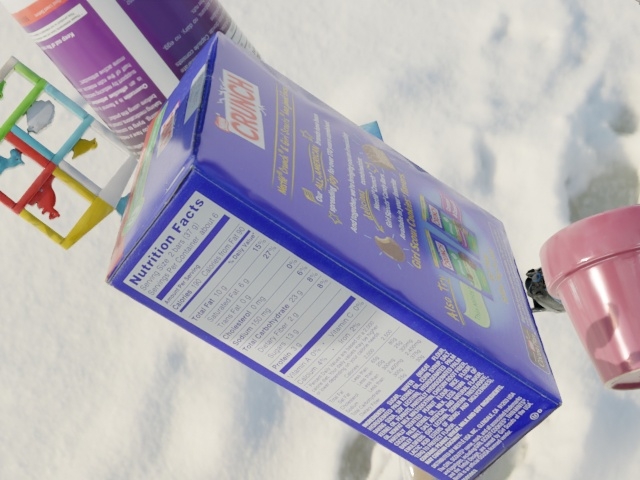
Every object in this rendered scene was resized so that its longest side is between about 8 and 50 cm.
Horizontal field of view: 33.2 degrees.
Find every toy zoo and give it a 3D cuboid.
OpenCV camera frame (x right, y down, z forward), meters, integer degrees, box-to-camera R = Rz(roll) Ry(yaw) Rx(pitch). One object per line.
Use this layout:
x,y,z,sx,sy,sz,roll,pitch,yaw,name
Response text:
-0.412,-0.119,1.648,0.293,0.030,0.192,38,79,-8,toy zoo

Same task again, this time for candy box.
0.010,0.006,0.835,0.317,0.122,0.268,34,24,-18,candy box

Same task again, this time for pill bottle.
-0.179,-0.202,1.160,0.181,0.323,0.181,-30,26,17,pill bottle

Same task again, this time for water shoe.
0.327,0.060,1.499,0.080,0.203,0.073,-10,64,4,water shoe

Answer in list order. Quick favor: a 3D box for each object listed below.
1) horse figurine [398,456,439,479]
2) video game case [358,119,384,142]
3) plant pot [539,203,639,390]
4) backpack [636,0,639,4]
0.102,0.230,1.128,0.066,0.174,0.263,0,90,15,horse figurine
0.000,0.000,1.455,0.244,0.061,0.270,-17,78,1,video game case
0.377,0.075,1.271,0.201,0.201,0.180,-9,69,-2,plant pot
0.451,-0.383,1.408,0.173,0.117,0.158,27,80,0,backpack
